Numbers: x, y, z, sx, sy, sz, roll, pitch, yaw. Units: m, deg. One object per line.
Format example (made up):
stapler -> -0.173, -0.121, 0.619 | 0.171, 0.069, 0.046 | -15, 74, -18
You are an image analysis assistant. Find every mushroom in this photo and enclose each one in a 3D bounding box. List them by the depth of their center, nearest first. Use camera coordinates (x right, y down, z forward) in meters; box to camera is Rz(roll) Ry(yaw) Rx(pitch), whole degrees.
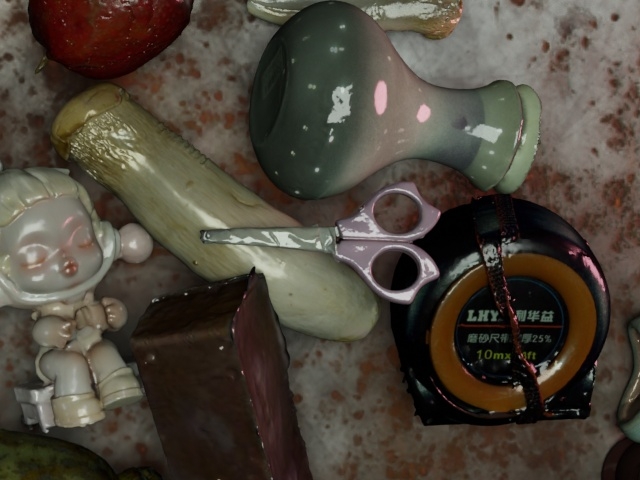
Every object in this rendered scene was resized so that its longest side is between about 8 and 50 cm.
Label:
mushroom -> -0.091, -0.020, 1.634 | 0.351, 0.123, 0.095 | 38, 107, -10
mushroom -> 0.031, -0.223, 1.682 | 0.202, 0.054, 0.059 | 1, 87, -3

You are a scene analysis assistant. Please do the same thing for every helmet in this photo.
helmet -> 0.342, 0.235, 1.733 | 0.123, 0.070, 0.098 | 2, 93, -10

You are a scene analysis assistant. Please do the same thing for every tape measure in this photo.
tape measure -> 0.165, 0.068, 1.658 | 0.202, 0.135, 0.222 | -1, 114, -10

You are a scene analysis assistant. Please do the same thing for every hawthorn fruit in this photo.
hawthorn fruit -> -0.196, -0.211, 1.602 | 0.148, 0.148, 0.172 | 39, 101, -8

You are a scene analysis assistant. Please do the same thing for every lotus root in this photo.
lotus root -> -0.286, 0.235, 1.588 | 0.309, 0.173, 0.173 | 8, 91, -7

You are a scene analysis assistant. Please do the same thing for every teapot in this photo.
teapot -> 0.068, -0.114, 1.637 | 0.251, 0.183, 0.183 | 9, 91, -21

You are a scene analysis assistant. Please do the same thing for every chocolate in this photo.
chocolate -> -0.080, 0.185, 1.604 | 0.112, 0.112, 0.321 | -6, 115, 17

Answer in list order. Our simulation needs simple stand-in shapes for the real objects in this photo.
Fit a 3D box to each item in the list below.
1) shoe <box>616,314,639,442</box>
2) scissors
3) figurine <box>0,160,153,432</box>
shoe -> 0.334, 0.100, 1.721 | 0.078, 0.079, 0.195 | 31, 91, -14
scissors -> 0.000, 0.000, 1.570 | 0.212, 0.021, 0.110 | 1, 78, -2
figurine -> -0.235, 0.037, 1.612 | 0.182, 0.144, 0.256 | -17, 90, -5
